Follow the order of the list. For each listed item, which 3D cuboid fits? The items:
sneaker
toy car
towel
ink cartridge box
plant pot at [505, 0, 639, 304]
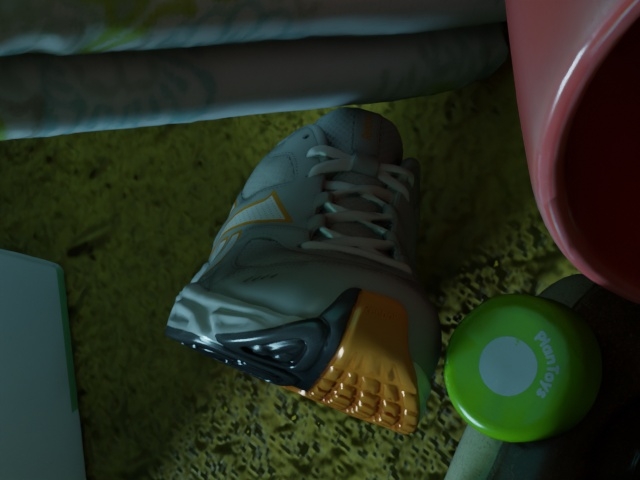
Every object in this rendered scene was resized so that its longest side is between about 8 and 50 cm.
[{"bbox_3d":[0.000,0.000,0.764,0.121,0.099,0.262,-66,11,-2],"label":"sneaker"},{"bbox_3d":[0.139,0.109,0.683,0.188,0.155,0.149,24,96,25],"label":"toy car"},{"bbox_3d":[-0.116,-0.181,0.792,0.320,0.374,0.090,55,136,30],"label":"towel"},{"bbox_3d":[-0.229,0.107,0.985,0.212,0.093,0.154,-21,68,31],"label":"ink cartridge box"},{"bbox_3d":[0.171,-0.142,0.641,0.275,0.275,0.243,-33,53,28],"label":"plant pot"}]
